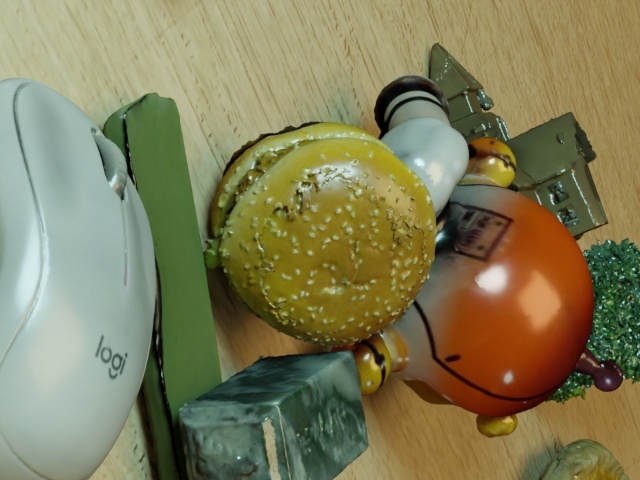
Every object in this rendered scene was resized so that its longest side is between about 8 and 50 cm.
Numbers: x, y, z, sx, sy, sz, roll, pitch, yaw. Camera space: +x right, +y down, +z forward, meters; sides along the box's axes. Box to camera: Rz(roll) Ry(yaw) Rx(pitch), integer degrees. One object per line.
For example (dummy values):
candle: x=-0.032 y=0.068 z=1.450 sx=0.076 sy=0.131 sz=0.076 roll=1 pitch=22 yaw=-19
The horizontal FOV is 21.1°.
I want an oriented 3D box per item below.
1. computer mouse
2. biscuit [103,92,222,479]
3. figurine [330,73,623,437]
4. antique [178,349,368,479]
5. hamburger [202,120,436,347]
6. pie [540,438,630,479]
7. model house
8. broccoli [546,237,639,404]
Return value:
computer mouse: x=-0.178 y=0.033 z=1.136 sx=0.184 sy=0.121 sz=0.297 roll=47 pitch=48 yaw=-46
biscuit: x=-0.118 y=0.048 z=1.323 sx=0.099 sy=0.038 sz=0.322 roll=-27 pitch=109 yaw=-64
figurine: x=0.130 y=0.030 z=1.584 sx=0.323 sy=0.196 sz=0.320 roll=50 pitch=56 yaw=-24
antique: x=-0.036 y=0.150 z=1.336 sx=0.183 sy=0.086 sz=0.088 roll=-28 pitch=110 yaw=-67
hamburger: x=0.008 y=0.003 z=1.398 sx=0.191 sy=0.182 sz=0.118 roll=53 pitch=4 yaw=-29
pie: x=0.314 y=0.394 z=2.020 sx=0.339 sy=0.077 sz=0.339 roll=20 pitch=67 yaw=-56
model house: x=0.183 y=-0.101 z=1.792 sx=0.181 sy=0.176 sz=0.248 roll=-13 pitch=79 yaw=-65
broccoli: x=0.336 y=0.118 z=2.014 sx=0.220 sy=0.194 sz=0.194 roll=-39 pitch=130 yaw=-10
